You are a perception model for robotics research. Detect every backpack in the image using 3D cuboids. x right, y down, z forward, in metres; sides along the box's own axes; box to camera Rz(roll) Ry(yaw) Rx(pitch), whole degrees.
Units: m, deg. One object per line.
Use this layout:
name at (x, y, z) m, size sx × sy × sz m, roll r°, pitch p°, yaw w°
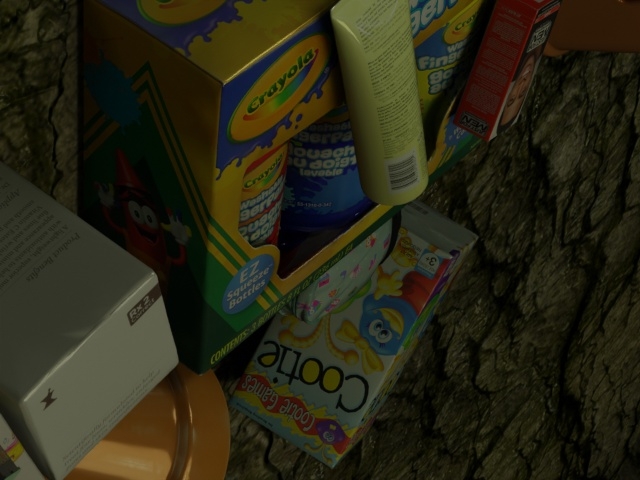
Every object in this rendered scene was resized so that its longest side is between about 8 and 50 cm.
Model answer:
backpack at (0.000, 0.000, 1.981) m, size 0.182 × 0.115 × 0.152 m, roll -33°, pitch 140°, yaw -43°

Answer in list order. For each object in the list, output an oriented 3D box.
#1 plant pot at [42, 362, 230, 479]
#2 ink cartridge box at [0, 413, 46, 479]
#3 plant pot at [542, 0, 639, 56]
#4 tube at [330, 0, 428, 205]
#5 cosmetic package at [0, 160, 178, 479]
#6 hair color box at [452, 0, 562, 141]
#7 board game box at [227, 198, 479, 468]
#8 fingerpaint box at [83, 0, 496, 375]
plant pot at (-0.218, 0.177, 1.804) m, size 0.188 × 0.205 × 0.205 m, roll 17°, pitch 107°, yaw -50°
ink cartridge box at (-0.332, 0.127, 1.473) m, size 0.117 × 0.201 × 0.278 m, roll -48°, pitch 156°, yaw -17°
plant pot at (0.318, -0.314, 2.066) m, size 0.291 × 0.203 × 0.291 m, roll -46°, pitch 147°, yaw -42°
tube at (0.051, -0.131, 1.649) m, size 0.240 × 0.062 × 0.070 m, roll 79°, pitch 6°, yaw -49°
cosmetic package at (-0.237, 0.065, 1.600) m, size 0.151 × 0.183 × 0.151 m, roll -45°, pitch 155°, yaw -21°
hair color box at (0.176, -0.170, 1.858) m, size 0.072 × 0.043 × 0.141 m, roll -35°, pitch 149°, yaw -55°
board game box at (0.036, 0.087, 2.184) m, size 0.275 × 0.144 × 0.142 m, roll -62°, pitch 171°, yaw 16°
fingerpaint box at (-0.004, -0.150, 1.786) m, size 0.445 × 0.163 × 0.371 m, roll -39°, pitch 152°, yaw -34°
